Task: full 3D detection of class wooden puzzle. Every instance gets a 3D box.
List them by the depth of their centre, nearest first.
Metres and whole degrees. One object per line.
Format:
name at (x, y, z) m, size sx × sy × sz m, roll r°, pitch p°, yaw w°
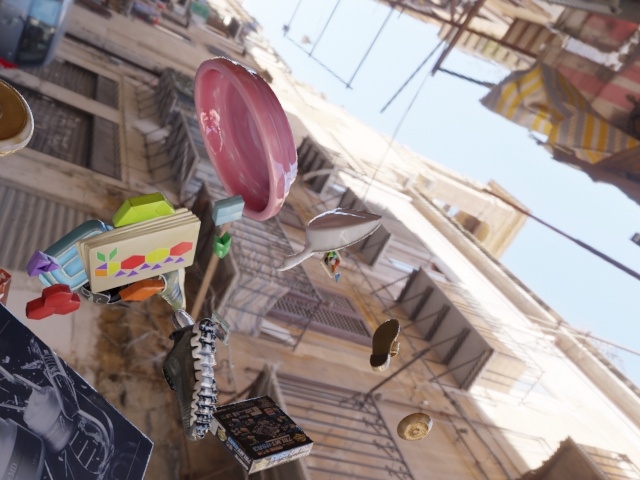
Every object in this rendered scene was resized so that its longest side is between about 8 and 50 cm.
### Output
wooden puzzle at (0.031, 0.056, 1.684) m, size 0.014 × 0.116 × 0.079 m, roll -2°, pitch -130°, yaw 41°

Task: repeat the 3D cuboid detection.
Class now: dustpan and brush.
dustpan and brush at (0.000, 0.000, 1.157) m, size 0.147 × 0.211 × 0.060 m, roll 15°, pitch -61°, yaw 51°

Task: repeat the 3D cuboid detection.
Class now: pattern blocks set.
pattern blocks set at (-0.281, 0.018, 0.943) m, size 0.026 × 0.324 × 0.285 m, roll 61°, pitch -38°, yaw 23°

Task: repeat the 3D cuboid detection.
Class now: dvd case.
dvd case at (-0.346, 0.302, 2.100) m, size 0.087 × 0.013 × 0.119 m, roll 42°, pitch -39°, yaw 18°

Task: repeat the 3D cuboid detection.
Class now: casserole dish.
casserole dish at (-0.519, 0.038, 1.322) m, size 0.188 × 0.114 × 0.037 m, roll -40°, pitch -143°, yaw -18°

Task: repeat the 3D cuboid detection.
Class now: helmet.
helmet at (-0.762, 0.144, 2.128) m, size 0.161 × 0.169 × 0.169 m, roll 112°, pitch -11°, yaw -70°

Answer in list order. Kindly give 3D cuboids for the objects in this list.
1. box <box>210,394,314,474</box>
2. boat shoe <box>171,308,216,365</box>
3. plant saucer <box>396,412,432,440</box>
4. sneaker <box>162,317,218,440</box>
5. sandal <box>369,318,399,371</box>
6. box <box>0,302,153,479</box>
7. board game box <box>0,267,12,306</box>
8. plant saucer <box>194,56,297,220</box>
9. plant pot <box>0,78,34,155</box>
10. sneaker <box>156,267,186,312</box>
box at (-0.224, 0.698, 2.218) m, size 0.293 × 0.295 × 0.073 m, roll 35°, pitch -67°, yaw 38°
boat shoe at (-0.318, 0.247, 1.468) m, size 0.065 × 0.206 × 0.075 m, roll -22°, pitch -137°, yaw 1°
plant saucer at (0.214, 0.424, 1.370) m, size 0.083 × 0.083 × 0.015 m, roll -60°, pitch -157°, yaw 19°
sneaker at (-0.262, 0.275, 1.200) m, size 0.106 × 0.078 × 0.234 m, roll -10°, pitch -112°, yaw 18°
sandal at (0.218, 0.366, 2.020) m, size 0.088 × 0.079 × 0.240 m, roll -10°, pitch -152°, yaw 24°
box at (-0.397, 0.303, 0.706) m, size 0.179 × 0.312 × 0.343 m, roll -32°, pitch -157°, yaw 15°
board game box at (-0.625, 0.172, 1.080) m, size 0.281 × 0.027 × 0.145 m, roll -51°, pitch -177°, yaw 44°
plant saucer at (-0.146, -0.207, 1.229) m, size 0.332 × 0.084 × 0.332 m, roll 46°, pitch -31°, yaw 38°
plant pot at (-0.797, -0.309, 1.440) m, size 0.032 × 0.236 × 0.236 m, roll -33°, pitch -136°, yaw 39°
sneaker at (-0.444, 0.141, 1.773) m, size 0.064 × 0.086 × 0.192 m, roll 44°, pitch -42°, yaw 40°
